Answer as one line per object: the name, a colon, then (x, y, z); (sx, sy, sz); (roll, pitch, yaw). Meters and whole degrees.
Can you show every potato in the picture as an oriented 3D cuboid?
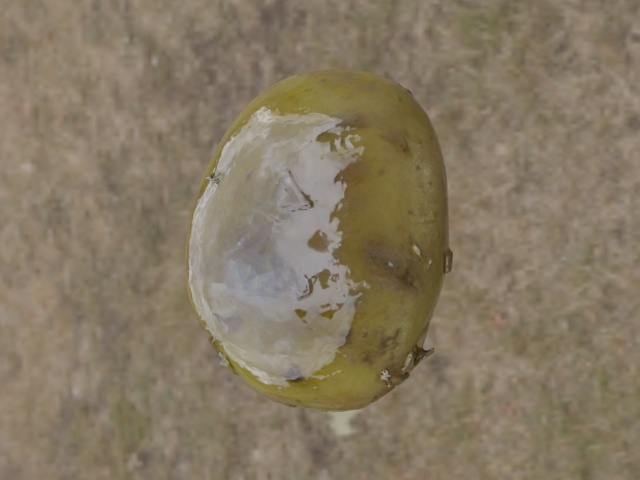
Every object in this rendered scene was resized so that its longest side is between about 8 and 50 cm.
potato: (0.000, 0.000, 0.758); (0.137, 0.137, 0.176); (-9, 86, 59)
